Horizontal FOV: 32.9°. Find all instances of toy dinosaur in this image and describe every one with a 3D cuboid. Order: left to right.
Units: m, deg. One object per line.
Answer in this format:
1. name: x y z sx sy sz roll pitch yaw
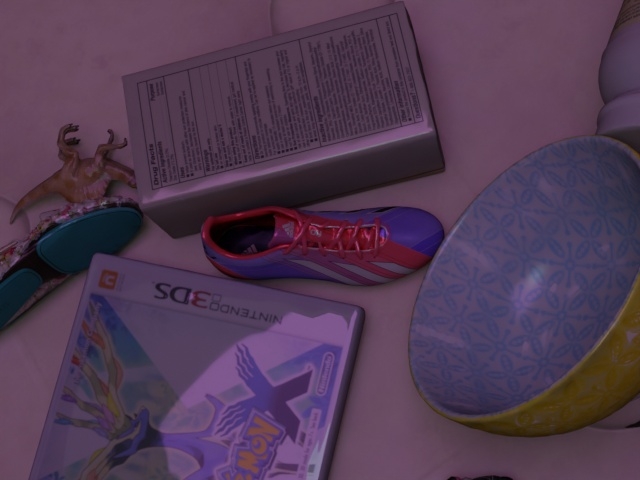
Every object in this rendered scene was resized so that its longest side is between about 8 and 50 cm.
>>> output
1. toy dinosaur: -0.275 -0.077 1.207 0.183 0.053 0.092 -11 72 8

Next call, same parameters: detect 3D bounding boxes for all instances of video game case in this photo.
1. video game case: -0.135 0.197 1.091 0.300 0.036 0.329 11 79 14

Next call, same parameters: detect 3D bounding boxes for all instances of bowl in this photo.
1. bowl: 0.232 0.064 0.984 0.156 0.289 0.289 32 79 -25

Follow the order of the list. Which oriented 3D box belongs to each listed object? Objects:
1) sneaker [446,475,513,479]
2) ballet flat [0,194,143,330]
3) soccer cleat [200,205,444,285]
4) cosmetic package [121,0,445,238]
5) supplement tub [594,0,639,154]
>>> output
1. sneaker: 0.171 0.299 0.989 0.077 0.072 0.178 -11 76 -3
2. ballet flat: -0.306 0.013 1.172 0.241 0.091 0.077 -34 49 -4
3. soccer cleat: 0.000 0.000 1.102 0.248 0.095 0.083 -2 73 12
4. cosmetic package: -0.038 -0.122 1.139 0.309 0.113 0.160 -13 71 8
5. supplement tub: 0.400 -0.202 1.006 0.235 0.235 0.325 19 78 17
